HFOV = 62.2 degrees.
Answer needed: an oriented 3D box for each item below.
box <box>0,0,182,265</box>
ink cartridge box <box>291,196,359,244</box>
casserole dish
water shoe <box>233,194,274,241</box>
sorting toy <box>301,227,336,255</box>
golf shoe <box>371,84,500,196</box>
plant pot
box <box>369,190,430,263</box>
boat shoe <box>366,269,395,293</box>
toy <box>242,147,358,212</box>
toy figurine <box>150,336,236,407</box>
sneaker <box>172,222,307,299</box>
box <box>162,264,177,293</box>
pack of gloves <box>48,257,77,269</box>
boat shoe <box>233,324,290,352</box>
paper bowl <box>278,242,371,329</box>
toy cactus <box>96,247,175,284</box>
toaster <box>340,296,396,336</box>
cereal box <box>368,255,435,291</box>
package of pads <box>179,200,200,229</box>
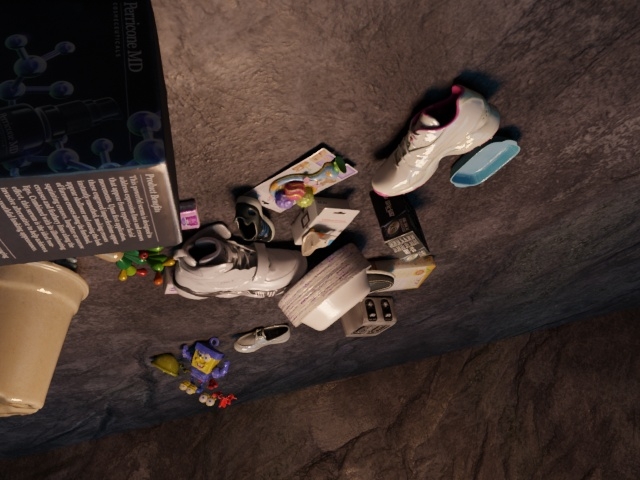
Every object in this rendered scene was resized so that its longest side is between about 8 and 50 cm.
[{"bbox_3d":[-0.406,-0.142,0.713,0.396,0.293,0.212,-8,153,-13],"label":"box"},{"bbox_3d":[0.010,-0.056,1.345,0.104,0.060,0.180,3,150,-28],"label":"ink cartridge box"},{"bbox_3d":[0.390,-0.195,1.281,0.114,0.036,0.188,3,150,-30],"label":"casserole dish"},{"bbox_3d":[-0.166,-0.031,1.267,0.073,0.080,0.203,9,156,16],"label":"water shoe"},{"bbox_3d":[0.000,0.000,1.337,0.075,0.044,0.083,0,151,-38],"label":"sorting toy"},{"bbox_3d":[0.213,-0.209,1.109,0.306,0.115,0.140,-36,136,26],"label":"golf shoe"},{"bbox_3d":[-0.738,0.235,1.229,0.334,0.305,0.333,-2,154,-1],"label":"plant pot"},{"bbox_3d":[0.206,-0.041,1.370,0.078,0.147,0.180,-23,153,17],"label":"box"},{"bbox_3d":[0.094,0.164,1.718,0.303,0.091,0.114,-11,146,19],"label":"boat shoe"},{"bbox_3d":[-0.044,-0.114,1.209,0.237,0.056,0.137,-28,149,27],"label":"toy"},{"bbox_3d":[-0.462,0.468,2.089,0.363,0.217,0.191,24,-177,22],"label":"toy figurine"},{"bbox_3d":[-0.204,0.057,1.377,0.366,0.137,0.210,-5,154,-12],"label":"sneaker"},{"bbox_3d":[-0.282,0.108,1.524,0.324,0.063,0.067,0,149,-26],"label":"box"},{"bbox_3d":[-0.646,0.030,1.218,0.195,0.046,0.232,-30,150,31],"label":"pack of gloves"},{"bbox_3d":[-0.227,0.372,2.074,0.228,0.079,0.081,-11,145,-17],"label":"boat shoe"},{"bbox_3d":[0.028,0.149,1.530,0.284,0.148,0.284,-39,174,-5],"label":"paper bowl"},{"bbox_3d":[-0.457,0.045,1.269,0.181,0.112,0.219,15,162,-31],"label":"toy cactus"},{"bbox_3d":[0.178,0.300,2.073,0.168,0.110,0.186,6,148,-33],"label":"toaster"},{"bbox_3d":[0.252,0.119,1.820,0.240,0.047,0.173,-3,150,-18],"label":"cereal box"},{"bbox_3d":[-0.306,-0.058,1.220,0.050,0.031,0.083,-7,153,-10],"label":"package of pads"}]
